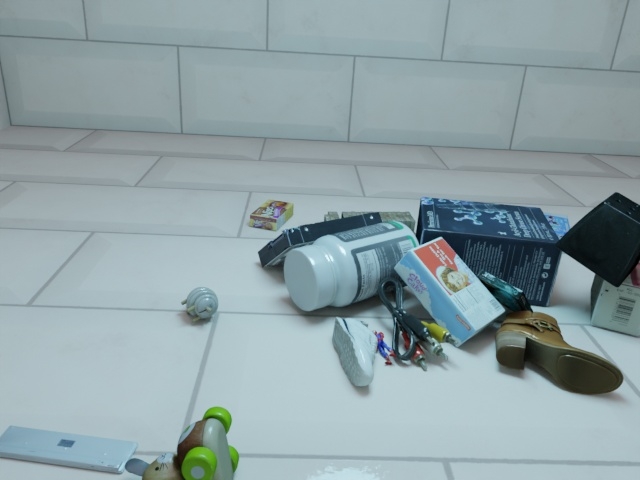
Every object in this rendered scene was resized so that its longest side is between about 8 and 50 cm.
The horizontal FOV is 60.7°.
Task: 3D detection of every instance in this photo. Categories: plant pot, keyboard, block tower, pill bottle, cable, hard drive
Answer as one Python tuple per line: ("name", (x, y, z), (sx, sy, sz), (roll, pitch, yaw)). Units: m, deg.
("plant pot", (0.779, -0.019, 1.456), (0.188, 0.167, 0.187), (40, 38, 26))
("keyboard", (-0.471, 0.381, 1.002), (0.256, 0.014, 0.072), (6, 19, 5))
("block tower", (0.178, -0.048, 1.962), (0.335, 0.097, 0.091), (1, 25, -8))
("pill bottle", (0.092, 0.071, 1.542), (0.361, 0.204, 0.204), (-12, 28, -33))
("cable", (0.212, 0.211, 1.381), (0.139, 0.072, 0.287), (-36, 36, -3))
("hard drive", (0.000, 0.000, 1.707), (0.338, 0.064, 0.237), (-10, -14, -31))

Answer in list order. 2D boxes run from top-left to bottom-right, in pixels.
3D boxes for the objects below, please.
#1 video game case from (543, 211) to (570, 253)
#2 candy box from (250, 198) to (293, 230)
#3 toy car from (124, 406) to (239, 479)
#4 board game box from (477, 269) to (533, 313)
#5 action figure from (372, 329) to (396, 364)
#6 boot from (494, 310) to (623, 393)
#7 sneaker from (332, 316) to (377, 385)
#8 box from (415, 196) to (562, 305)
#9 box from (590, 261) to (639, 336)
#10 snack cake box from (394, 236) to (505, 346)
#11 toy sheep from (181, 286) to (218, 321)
("video game case", (0.818, -0.047, 2.088), (0.244, 0.061, 0.269), (10, 25, 16))
("candy box", (-0.183, -0.098, 2.076), (0.109, 0.053, 0.187), (10, 23, 15))
("toy car", (-0.245, 0.377, 0.902), (0.188, 0.149, 0.155), (-8, 11, 3))
("board game box", (0.505, 0.151, 1.483), (0.126, 0.026, 0.186), (32, -7, 39))
("action figure", (0.150, 0.255, 1.338), (0.030, 0.038, 0.115), (14, 20, -19))
("boot", (0.573, 0.260, 1.332), (0.283, 0.109, 0.220), (6, 19, 23))
("sneaker", (0.096, 0.253, 1.286), (0.094, 0.090, 0.235), (8, 24, -14))
("box", (0.496, 0.023, 1.699), (0.395, 0.212, 0.293), (5, 24, 6))
("box", (0.851, 0.144, 1.552), (0.126, 0.149, 0.232), (14, 26, 21))
("snack cake box", (0.338, 0.129, 1.440), (0.152, 0.089, 0.264), (-19, 64, -40))
("toy sheep", (-0.309, 0.165, 1.424), (0.091, 0.091, 0.132), (-10, 22, -28))
